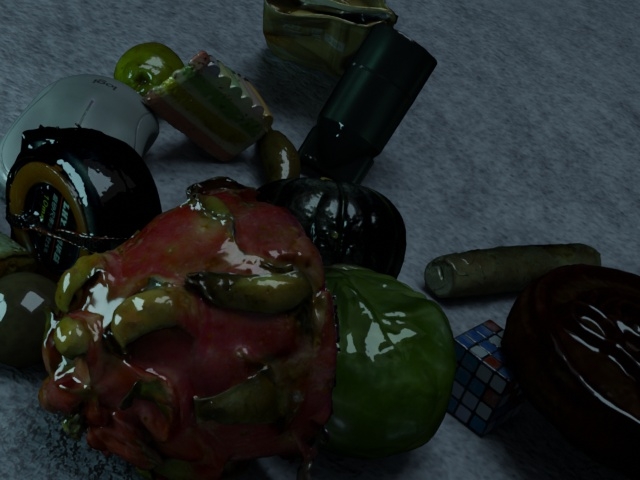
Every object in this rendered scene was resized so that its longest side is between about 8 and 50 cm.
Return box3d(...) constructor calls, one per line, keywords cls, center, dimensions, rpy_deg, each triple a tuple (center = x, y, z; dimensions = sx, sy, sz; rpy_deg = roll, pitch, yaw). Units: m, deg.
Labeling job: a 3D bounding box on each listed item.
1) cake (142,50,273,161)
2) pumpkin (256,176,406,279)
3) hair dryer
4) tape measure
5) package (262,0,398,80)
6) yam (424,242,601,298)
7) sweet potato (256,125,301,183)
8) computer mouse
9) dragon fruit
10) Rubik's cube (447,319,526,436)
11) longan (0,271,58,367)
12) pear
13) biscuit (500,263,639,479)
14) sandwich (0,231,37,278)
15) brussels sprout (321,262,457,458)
box3d(cls="cake", center=(-0.151, -0.186, 1.961), dimensions=(0.090, 0.109, 0.225), rpy_deg=(56, 10, 17))
box3d(cls="pumpkin", center=(0.000, 0.000, 1.746), dimensions=(0.220, 0.162, 0.220), rpy_deg=(5, -6, 0))
box3d(cls="hair dryer", center=(0.064, -0.190, 2.176), dimensions=(0.116, 0.244, 0.302), rpy_deg=(33, -2, 2))
box3d(cls="tape measure", center=(-0.272, -0.025, 1.607), dimensions=(0.135, 0.202, 0.223), rpy_deg=(-14, 40, -41))
box3d(cls="package", center=(0.030, -0.346, 2.255), dimensions=(0.221, 0.311, 0.165), rpy_deg=(-25, 85, -6))
box3d(cls="yam", center=(0.283, 0.041, 1.991), dimensions=(0.317, 0.067, 0.071), rpy_deg=(-5, 69, -38))
box3d(cls="sweet potato", center=(-0.065, -0.128, 2.036), dimensions=(0.059, 0.069, 0.249), rpy_deg=(16, 30, -20))
box3d(cls="computer mouse", center=(-0.311, -0.138, 1.846), dimensions=(0.184, 0.121, 0.297), rpy_deg=(24, 29, 2))
box3d(cls="dragon fruit", center=(-0.151, 0.100, 1.402), dimensions=(0.263, 0.296, 0.314), rpy_deg=(-4, 31, -32))
box3d(cls="Rubik's cube", center=(0.204, 0.168, 1.710), dimensions=(0.092, 0.092, 0.092), rpy_deg=(38, 34, 25))
box3d(cls="longan", center=(-0.324, 0.086, 1.504), dimensions=(0.113, 0.092, 0.113), rpy_deg=(9, 55, -13))
box3d(cls="pear", center=(-0.254, -0.243, 2.070), dimensions=(0.107, 0.107, 0.131), rpy_deg=(19, 19, -4))
box3d(cls="biscuit", center=(0.419, 0.166, 1.687), dimensions=(0.407, 0.091, 0.407), rpy_deg=(20, 27, -11))
box3d(cls="sandwich", center=(-0.474, -0.001, 1.551), dimensions=(0.251, 0.087, 0.226), rpy_deg=(34, 33, 21))
box3d(cls="brussels sprout", center=(0.041, 0.135, 1.557), dimensions=(0.244, 0.244, 0.244), rpy_deg=(16, 31, -10))
